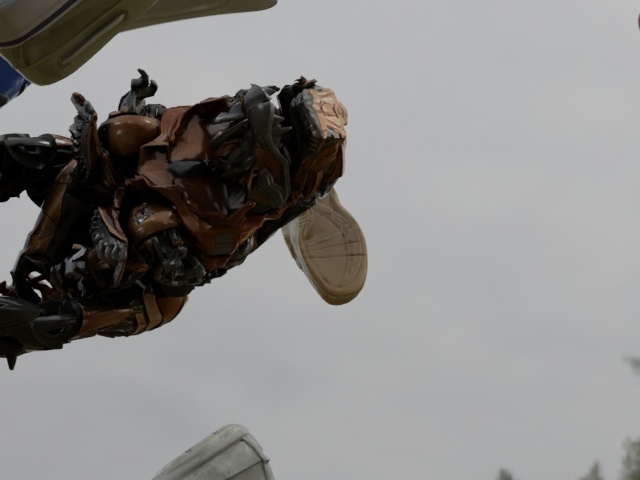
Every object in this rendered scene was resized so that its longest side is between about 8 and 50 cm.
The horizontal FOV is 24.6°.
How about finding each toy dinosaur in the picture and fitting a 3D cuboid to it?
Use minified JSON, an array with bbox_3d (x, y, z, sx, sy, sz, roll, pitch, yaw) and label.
[{"bbox_3d":[-0.127,0.007,0.807,0.218,0.164,0.322,5,-48,-43],"label":"toy dinosaur"}]

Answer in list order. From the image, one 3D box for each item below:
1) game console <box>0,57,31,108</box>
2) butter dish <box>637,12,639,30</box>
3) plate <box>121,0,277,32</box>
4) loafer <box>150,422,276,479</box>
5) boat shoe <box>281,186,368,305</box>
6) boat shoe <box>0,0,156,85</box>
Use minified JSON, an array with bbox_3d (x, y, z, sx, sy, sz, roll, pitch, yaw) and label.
[{"bbox_3d":[-0.318,-0.247,1.232,0.173,0.250,0.293,33,-44,7],"label":"game console"},{"bbox_3d":[0.432,-0.267,1.738,0.118,0.160,0.160,-13,-2,-16],"label":"butter dish"},{"bbox_3d":[-0.228,-0.383,1.921,0.278,0.045,0.277,-6,-44,19],"label":"plate"},{"bbox_3d":[-0.176,0.308,1.496,0.319,0.111,0.112,-33,-6,-25],"label":"loafer"},{"bbox_3d":[0.000,0.000,1.321,0.063,0.170,0.059,-7,-43,-13],"label":"boat shoe"},{"bbox_3d":[-0.121,-0.232,1.036,0.302,0.109,0.094,-39,-37,-7],"label":"boat shoe"}]
